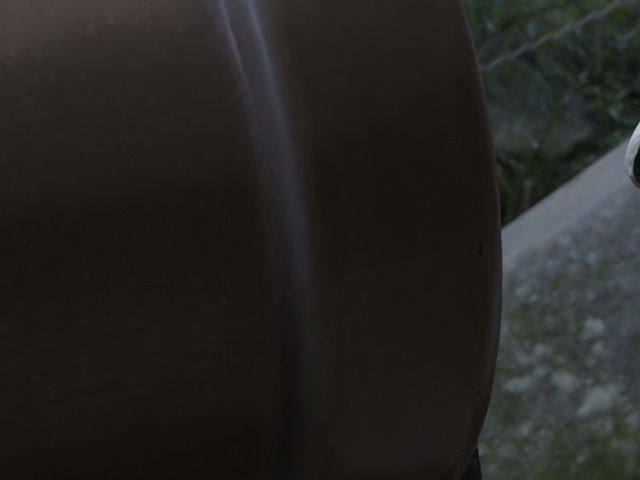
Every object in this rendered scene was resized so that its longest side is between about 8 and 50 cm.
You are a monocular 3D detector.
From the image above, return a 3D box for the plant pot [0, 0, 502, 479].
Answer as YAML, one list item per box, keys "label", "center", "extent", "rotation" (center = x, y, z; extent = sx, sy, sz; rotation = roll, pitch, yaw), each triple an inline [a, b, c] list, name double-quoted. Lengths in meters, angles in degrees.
- label: "plant pot"
  center: [-0.111, -0.010, 0.436]
  extent: [0.229, 0.263, 0.263]
  rotation: [-15, -13, -24]

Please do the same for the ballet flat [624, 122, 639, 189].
- label: "ballet flat"
  center: [0.214, -0.082, 0.752]
  extent: [0.173, 0.057, 0.049]
  rotation: [-40, 23, -11]

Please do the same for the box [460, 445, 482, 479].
- label: "box"
  center: [0.034, 0.266, 1.369]
  extent: [0.184, 0.103, 0.261]
  rotation: [1, -24, -7]
